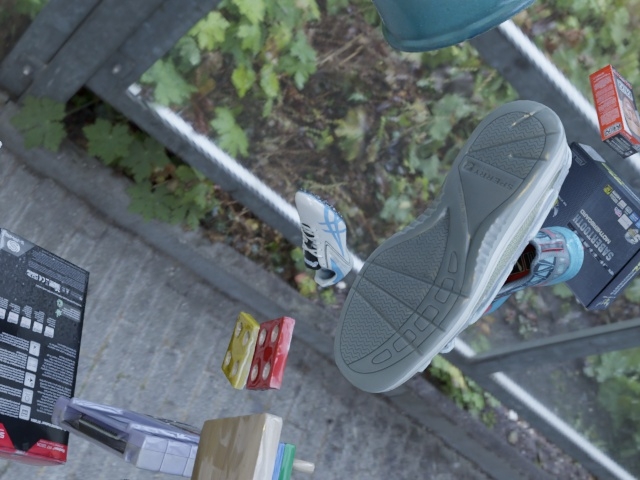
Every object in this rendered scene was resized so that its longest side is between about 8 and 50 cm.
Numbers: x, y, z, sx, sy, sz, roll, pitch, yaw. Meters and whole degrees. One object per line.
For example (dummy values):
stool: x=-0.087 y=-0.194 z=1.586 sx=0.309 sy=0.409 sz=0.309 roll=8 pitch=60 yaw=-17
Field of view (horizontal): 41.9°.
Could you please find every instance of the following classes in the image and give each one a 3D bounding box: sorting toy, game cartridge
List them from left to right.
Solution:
game cartridge: x=-0.252 y=0.311 z=1.306 sx=0.230 sy=0.355 sz=0.068 roll=18 pitch=79 yaw=-35
sorting toy: x=-0.051 y=0.178 z=0.554 sx=0.046 sy=0.132 sz=0.274 roll=18 pitch=70 yaw=-20

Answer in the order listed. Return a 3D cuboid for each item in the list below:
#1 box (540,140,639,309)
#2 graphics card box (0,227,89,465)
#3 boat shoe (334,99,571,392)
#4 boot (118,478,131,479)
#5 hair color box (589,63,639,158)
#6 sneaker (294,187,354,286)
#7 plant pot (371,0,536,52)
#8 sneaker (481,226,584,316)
box: x=0.454 y=-0.026 z=1.414 sx=0.059 sy=0.183 sz=0.232 roll=6 pitch=40 yaw=-37
graphics card box: x=-0.529 y=0.190 z=1.456 sx=0.233 sy=0.094 sz=0.370 roll=38 pitch=47 yaw=-54
boat shoe: x=0.136 y=0.016 z=0.818 sx=0.320 sy=0.118 sz=0.103 roll=-56 pitch=143 yaw=-1
boot: x=-0.207 y=0.413 z=1.146 sx=0.123 sy=0.258 sz=0.095 roll=20 pitch=92 yaw=-35
hair color box: x=0.485 y=-0.211 z=1.366 sx=0.072 sy=0.043 sz=0.141 roll=27 pitch=50 yaw=-36
sneaker: x=0.000 y=0.000 z=1.494 sx=0.086 sy=0.085 sz=0.237 roll=-48 pitch=143 yaw=-20
plant pot: x=0.136 y=-0.479 z=1.061 sx=0.334 sy=0.341 sz=0.341 roll=49 pitch=51 yaw=-29
sneaker: x=0.242 y=0.042 z=1.221 sx=0.125 sy=0.262 sz=0.104 roll=3 pitch=65 yaw=-45
